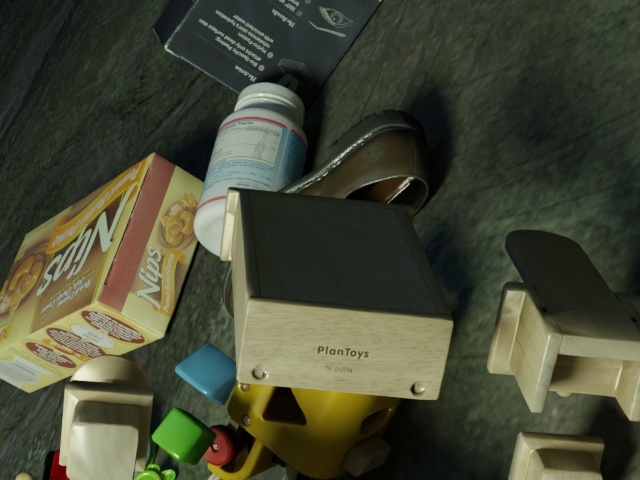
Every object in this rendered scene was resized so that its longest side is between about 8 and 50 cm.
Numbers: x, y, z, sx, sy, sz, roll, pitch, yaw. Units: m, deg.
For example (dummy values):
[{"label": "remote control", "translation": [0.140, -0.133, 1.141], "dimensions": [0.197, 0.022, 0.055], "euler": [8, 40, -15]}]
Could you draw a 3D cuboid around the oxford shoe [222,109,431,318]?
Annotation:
[{"label": "oxford shoe", "translation": [0.000, 0.000, 1.054], "dimensions": [0.227, 0.083, 0.096], "euler": [-47, 33, 25]}]

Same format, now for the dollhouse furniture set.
[{"label": "dollhouse furniture set", "translation": [0.001, 0.167, 0.783], "dimensions": [0.174, 0.303, 0.355], "euler": [-102, 18, -68]}]

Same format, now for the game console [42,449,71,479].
[{"label": "game console", "translation": [-0.228, 0.272, 1.239], "dimensions": [0.124, 0.085, 0.144], "euler": [-14, 42, 13]}]

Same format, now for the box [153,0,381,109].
[{"label": "box", "translation": [-0.055, -0.222, 1.300], "dimensions": [0.158, 0.156, 0.093], "euler": [-54, 25, 9]}]

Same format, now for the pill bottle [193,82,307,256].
[{"label": "pill bottle", "translation": [-0.059, -0.065, 1.219], "dimensions": [0.087, 0.087, 0.160], "euler": [-31, 37, 44]}]

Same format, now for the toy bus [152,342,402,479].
[{"label": "toy bus", "translation": [0.000, 0.115, 0.896], "dimensions": [0.104, 0.202, 0.191], "euler": [35, 71, 26]}]

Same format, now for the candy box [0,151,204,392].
[{"label": "candy box", "translation": [-0.254, 0.043, 1.443], "dimensions": [0.316, 0.087, 0.183], "euler": [-23, 43, 49]}]

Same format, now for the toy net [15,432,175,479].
[{"label": "toy net", "translation": [-0.235, 0.254, 1.165], "dimensions": [0.232, 0.045, 0.122], "euler": [-38, 56, -7]}]
